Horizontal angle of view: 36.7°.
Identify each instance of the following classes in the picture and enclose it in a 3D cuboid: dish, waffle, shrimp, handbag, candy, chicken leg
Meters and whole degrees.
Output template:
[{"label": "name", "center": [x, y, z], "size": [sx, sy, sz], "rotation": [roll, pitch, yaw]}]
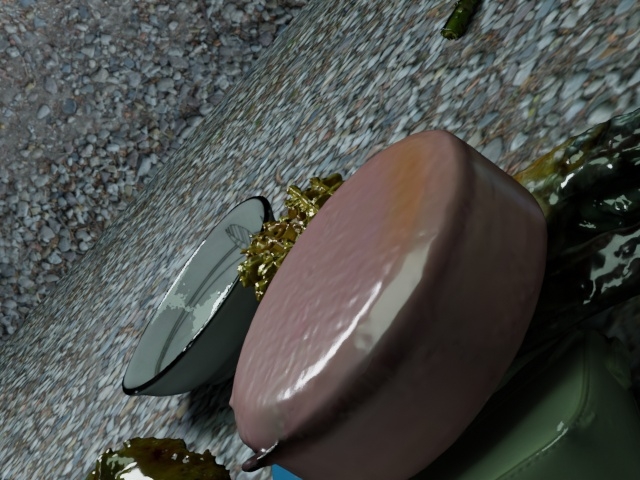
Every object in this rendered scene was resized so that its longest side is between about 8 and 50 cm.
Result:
[{"label": "dish", "center": [-0.129, 0.095, 1.260], "size": [0.316, 0.106, 0.316], "rotation": [-46, 18, 20]}, {"label": "waffle", "center": [0.000, 0.000, 1.059], "size": [0.197, 0.070, 0.193], "rotation": [-18, 34, 9]}, {"label": "shrimp", "center": [0.203, -0.020, 0.659], "size": [0.445, 0.085, 0.272], "rotation": [-28, 14, 38]}, {"label": "handbag", "center": [0.106, 0.155, 0.643], "size": [0.256, 0.079, 0.219], "rotation": [-42, 5, 23]}, {"label": "candy", "center": [0.036, 0.050, 0.630], "size": [0.255, 0.094, 0.255], "rotation": [-49, 19, 23]}, {"label": "chicken leg", "center": [-0.133, 0.297, 0.837], "size": [0.212, 0.140, 0.361], "rotation": [-68, 25, 12]}]

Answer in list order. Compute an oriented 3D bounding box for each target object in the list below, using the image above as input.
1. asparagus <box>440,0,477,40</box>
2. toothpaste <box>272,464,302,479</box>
[{"label": "asparagus", "center": [0.219, -0.358, 1.438], "size": [0.036, 0.030, 0.165], "rotation": [-43, 17, 54]}, {"label": "toothpaste", "center": [-0.004, 0.189, 0.840], "size": [0.050, 0.065, 0.267], "rotation": [-50, 18, 15]}]
